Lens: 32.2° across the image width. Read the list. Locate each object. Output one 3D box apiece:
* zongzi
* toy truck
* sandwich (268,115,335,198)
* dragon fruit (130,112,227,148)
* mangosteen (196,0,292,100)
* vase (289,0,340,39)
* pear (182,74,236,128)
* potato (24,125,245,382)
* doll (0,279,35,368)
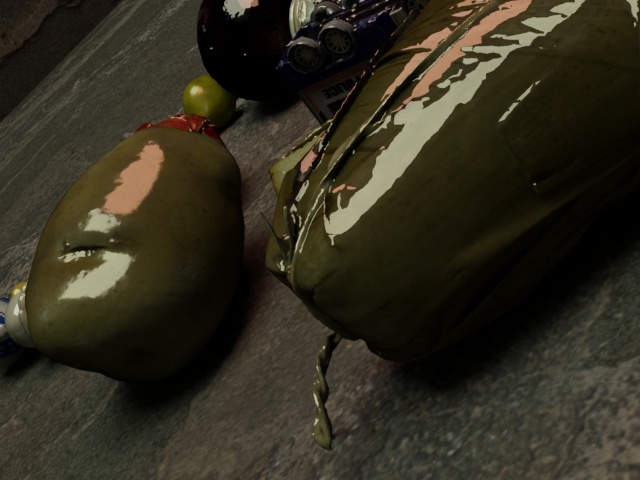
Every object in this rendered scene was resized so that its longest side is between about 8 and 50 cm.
[{"bbox_3d":[0.188,-0.063,0.856,0.467,0.218,0.500,-4,43,52],"label":"zongzi"},{"bbox_3d":[0.092,-0.250,1.405,0.268,0.155,0.124,-18,32,35],"label":"toy truck"},{"bbox_3d":[0.073,-0.094,1.235,0.251,0.087,0.226,-38,23,5],"label":"sandwich"},{"bbox_3d":[-0.206,-0.085,1.533,0.209,0.172,0.172,-43,22,-28],"label":"dragon fruit"},{"bbox_3d":[-0.070,-0.330,1.754,0.250,0.211,0.211,-15,14,-24],"label":"mangosteen"},{"bbox_3d":[0.110,-0.329,1.540,0.299,0.143,0.143,-11,37,43],"label":"vase"},{"bbox_3d":[-0.189,-0.223,1.848,0.092,0.092,0.097,5,67,58],"label":"pear"},{"bbox_3d":[-0.211,0.020,1.289,0.243,0.221,0.326,-33,36,37],"label":"potato"},{"bbox_3d":[-0.421,0.113,1.560,0.293,0.119,0.138,-16,10,42],"label":"doll"}]
